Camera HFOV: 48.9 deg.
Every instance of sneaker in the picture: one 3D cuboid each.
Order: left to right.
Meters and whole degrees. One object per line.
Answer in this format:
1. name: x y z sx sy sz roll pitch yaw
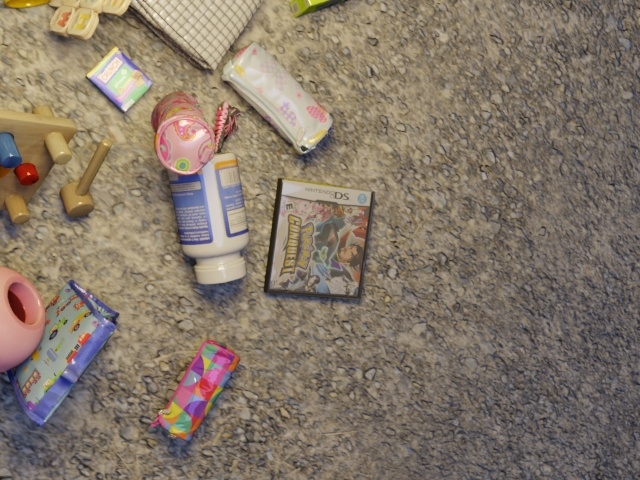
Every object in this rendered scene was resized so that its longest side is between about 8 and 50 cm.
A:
1. sneaker: -0.212 -0.251 1.586 0.057 0.047 0.119 15 91 -35

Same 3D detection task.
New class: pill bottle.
1. pill bottle: -0.238 -0.049 1.535 0.152 0.152 0.272 -12 100 -21

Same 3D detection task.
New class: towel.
1. towel: -0.279 -0.530 1.470 0.284 0.121 0.235 39 82 -34

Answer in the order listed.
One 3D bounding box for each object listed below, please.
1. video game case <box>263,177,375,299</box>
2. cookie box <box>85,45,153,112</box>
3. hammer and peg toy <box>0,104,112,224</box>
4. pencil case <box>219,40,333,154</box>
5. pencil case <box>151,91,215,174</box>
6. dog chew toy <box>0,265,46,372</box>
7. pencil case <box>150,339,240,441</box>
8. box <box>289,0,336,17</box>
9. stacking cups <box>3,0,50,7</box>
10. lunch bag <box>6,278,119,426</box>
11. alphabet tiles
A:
1. video game case: 0.000 0.000 1.701 0.248 0.035 0.275 6 93 -23
2. cookie box: -0.424 -0.339 1.486 0.107 0.040 0.092 44 79 -20
3. hammer and peg toy: -0.574 -0.149 1.320 0.361 0.266 0.127 -1 55 -51
4. pencil case: -0.098 -0.317 1.584 0.273 0.113 0.124 44 57 -19
5. pencil case: -0.281 -0.224 1.431 0.124 0.284 0.124 -5 111 -12
6. dog chew toy: -0.693 0.177 1.329 0.332 0.206 0.206 -22 106 12
7. pencil case: -0.278 0.338 1.589 0.104 0.104 0.236 36 80 -22
8. box: 0.028 -0.567 1.613 0.178 0.109 0.042 -24 100 -18
9. stacking cups: -0.611 -0.618 1.355 0.096 0.096 0.316 -18 100 -20
10. lunch bag: -0.500 0.219 1.377 0.138 0.293 0.221 41 80 -21
11. alphabet tiles: -0.425 -0.519 1.352 0.021 0.278 0.284 31 83 -51
